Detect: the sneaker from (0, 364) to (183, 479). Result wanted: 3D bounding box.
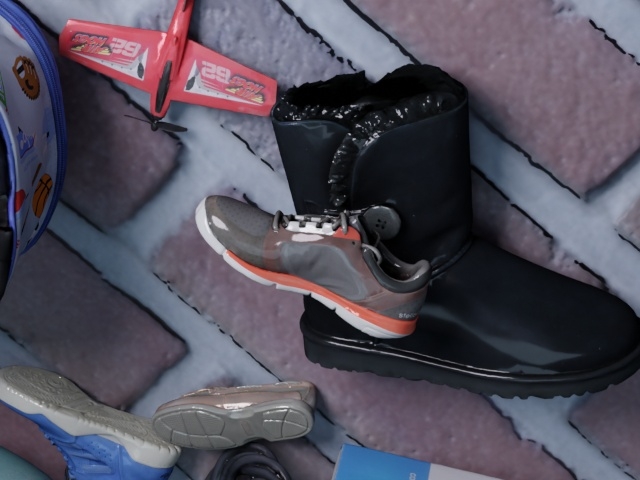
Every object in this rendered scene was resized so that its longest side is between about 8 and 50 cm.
[{"bbox_3d":[-0.188,0.157,1.258,0.152,0.058,0.084,24,111,-10],"label":"sneaker"}]

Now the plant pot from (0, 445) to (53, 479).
[{"bbox_3d":[-0.259,0.265,1.187,0.196,0.293,0.293,-5,117,18],"label":"plant pot"}]

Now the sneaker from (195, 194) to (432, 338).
[{"bbox_3d":[0.000,0.000,1.049,0.158,0.061,0.065,26,119,-4],"label":"sneaker"}]

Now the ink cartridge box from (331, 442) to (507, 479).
[{"bbox_3d":[0.137,0.304,1.237,0.308,0.129,0.223,13,119,3],"label":"ink cartridge box"}]

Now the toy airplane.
[{"bbox_3d":[-0.095,-0.138,1.097,0.151,0.028,0.151,4,119,7],"label":"toy airplane"}]

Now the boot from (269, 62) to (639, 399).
[{"bbox_3d":[0.092,-0.007,1.095,0.247,0.094,0.207,5,123,15],"label":"boot"}]

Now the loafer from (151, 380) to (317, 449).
[{"bbox_3d":[-0.062,0.126,1.233,0.125,0.039,0.045,-5,126,16],"label":"loafer"}]

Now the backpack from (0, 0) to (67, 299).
[{"bbox_3d":[-0.297,-0.065,1.073,0.263,0.213,0.276,15,126,12],"label":"backpack"}]

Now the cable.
[{"bbox_3d":[-0.044,0.233,1.213,0.047,0.184,0.150,9,103,-25],"label":"cable"}]
